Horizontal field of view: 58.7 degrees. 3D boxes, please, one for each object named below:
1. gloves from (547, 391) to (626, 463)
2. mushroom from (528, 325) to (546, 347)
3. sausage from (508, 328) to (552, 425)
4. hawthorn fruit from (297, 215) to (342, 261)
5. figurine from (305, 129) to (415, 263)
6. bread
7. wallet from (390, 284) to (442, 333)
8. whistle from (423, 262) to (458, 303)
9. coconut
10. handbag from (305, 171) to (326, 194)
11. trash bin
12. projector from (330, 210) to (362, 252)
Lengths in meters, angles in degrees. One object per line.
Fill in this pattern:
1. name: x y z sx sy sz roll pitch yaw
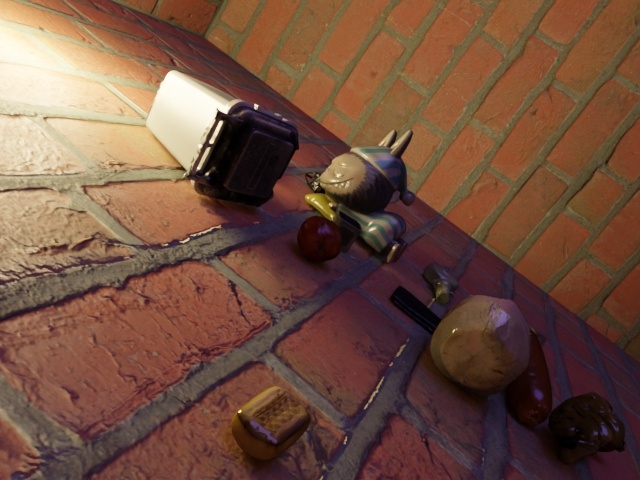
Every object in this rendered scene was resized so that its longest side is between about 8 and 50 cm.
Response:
1. gloves: 0.642 0.448 1.378 0.331 0.154 0.141 25 34 -46
2. mushroom: 0.627 0.305 1.822 0.246 0.096 0.108 23 46 -25
3. sausage: 0.535 0.331 1.476 0.097 0.094 0.348 30 34 -5
4. hawthorn fruit: 0.000 0.000 1.433 0.128 0.128 0.128 32 18 -11
5. figurine: 0.196 -0.182 1.833 0.361 0.378 0.266 38 18 14
6. bread: -0.068 0.245 0.752 0.082 0.056 0.115 36 22 14
7. wallet: 0.299 0.215 1.561 0.244 0.025 0.124 37 17 9
8. whistle: 0.403 0.140 1.888 0.126 0.067 0.258 34 20 -1
9. coconut: 0.383 0.236 1.335 0.227 0.227 0.230 39 23 13
10. handbag: -0.007 -0.209 2.062 0.115 0.072 0.139 15 13 -44
11. trash bin: -0.276 -0.275 1.447 0.367 0.256 0.296 39 18 32
12. projector: 0.064 -0.026 1.664 0.083 0.082 0.083 31 17 -13
